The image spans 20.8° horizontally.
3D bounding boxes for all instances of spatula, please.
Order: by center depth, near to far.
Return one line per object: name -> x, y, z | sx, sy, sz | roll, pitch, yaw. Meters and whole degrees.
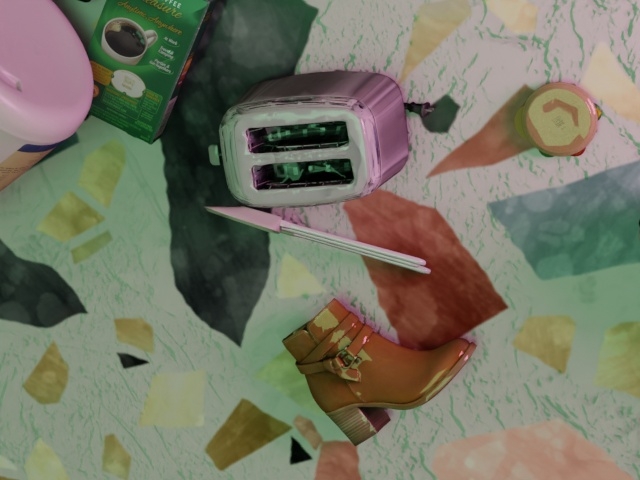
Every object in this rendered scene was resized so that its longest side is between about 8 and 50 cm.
spatula -> 0.000, 0.000, 1.880 | 0.242, 0.168, 0.019 | 17, 86, 6

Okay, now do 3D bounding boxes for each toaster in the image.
toaster -> -0.001, -0.105, 1.853 | 0.227, 0.146, 0.129 | -2, 106, 16

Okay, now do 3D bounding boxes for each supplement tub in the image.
supplement tub -> -0.429, -0.138, 1.911 | 0.316, 0.228, 0.228 | -34, 95, 29

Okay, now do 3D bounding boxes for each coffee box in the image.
coffee box -> -0.197, -0.212, 1.934 | 0.113, 0.040, 0.184 | 26, 112, 7

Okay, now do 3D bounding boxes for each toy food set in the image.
toy food set -> 0.253, -0.127, 1.842 | 0.082, 0.020, 0.083 | 39, 112, 2

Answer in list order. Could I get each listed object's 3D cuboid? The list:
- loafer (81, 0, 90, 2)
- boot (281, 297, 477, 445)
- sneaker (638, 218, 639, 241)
loafer -> -0.322, -0.321, 1.935 | 0.170, 0.062, 0.061 | 21, 89, 5
boot -> 0.062, 0.124, 1.945 | 0.197, 0.073, 0.152 | -36, 90, 19
sneaker -> 0.484, 0.148, 1.778 | 0.447, 0.169, 0.257 | 30, 110, 3
